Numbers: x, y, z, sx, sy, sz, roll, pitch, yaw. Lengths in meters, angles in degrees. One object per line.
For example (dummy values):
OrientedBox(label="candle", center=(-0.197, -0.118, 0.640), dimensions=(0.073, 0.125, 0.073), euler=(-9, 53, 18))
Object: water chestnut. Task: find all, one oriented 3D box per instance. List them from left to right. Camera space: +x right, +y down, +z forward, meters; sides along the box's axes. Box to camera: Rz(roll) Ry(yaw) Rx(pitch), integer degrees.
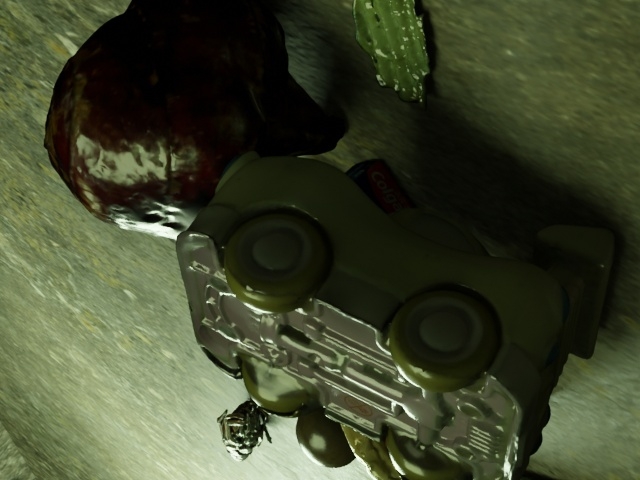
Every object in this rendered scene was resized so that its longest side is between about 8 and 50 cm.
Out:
OrientedBox(label="water chestnut", center=(-0.131, -0.116, 1.387), dimensions=(0.244, 0.289, 0.289), euler=(44, 157, -2))

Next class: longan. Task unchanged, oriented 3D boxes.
OrientedBox(label="longan", center=(0.011, 0.248, 1.890), dimensions=(0.113, 0.092, 0.113), euler=(63, 177, 6))

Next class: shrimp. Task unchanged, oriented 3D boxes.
OrientedBox(label="shrimp", center=(-0.117, 0.290, 2.204), dimensions=(0.190, 0.075, 0.073), euler=(121, 139, -55))

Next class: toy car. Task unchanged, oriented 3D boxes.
OrientedBox(label="toy car", center=(0.065, 0.051, 1.259), dimensions=(0.336, 0.226, 0.242), euler=(25, 150, 20))

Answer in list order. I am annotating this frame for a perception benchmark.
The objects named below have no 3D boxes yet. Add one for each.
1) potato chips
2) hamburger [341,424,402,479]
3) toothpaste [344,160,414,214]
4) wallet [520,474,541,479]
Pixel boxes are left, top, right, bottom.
OrientedBox(label="potato chips", center=(0.052, -0.201, 1.215), dimensions=(0.092, 0.028, 0.207), euler=(28, 151, 35))
OrientedBox(label="hamburger", center=(0.097, 0.204, 1.562), dimensions=(0.214, 0.108, 0.214), euler=(55, -174, -9))
OrientedBox(label="toothpaste", center=(0.111, 0.068, 1.460), dimensions=(0.320, 0.076, 0.066), euler=(54, 159, -11))
OrientedBox(label="wallet", center=(0.246, 0.326, 1.619), dimensions=(0.155, 0.039, 0.110), euler=(9, 93, 57))
